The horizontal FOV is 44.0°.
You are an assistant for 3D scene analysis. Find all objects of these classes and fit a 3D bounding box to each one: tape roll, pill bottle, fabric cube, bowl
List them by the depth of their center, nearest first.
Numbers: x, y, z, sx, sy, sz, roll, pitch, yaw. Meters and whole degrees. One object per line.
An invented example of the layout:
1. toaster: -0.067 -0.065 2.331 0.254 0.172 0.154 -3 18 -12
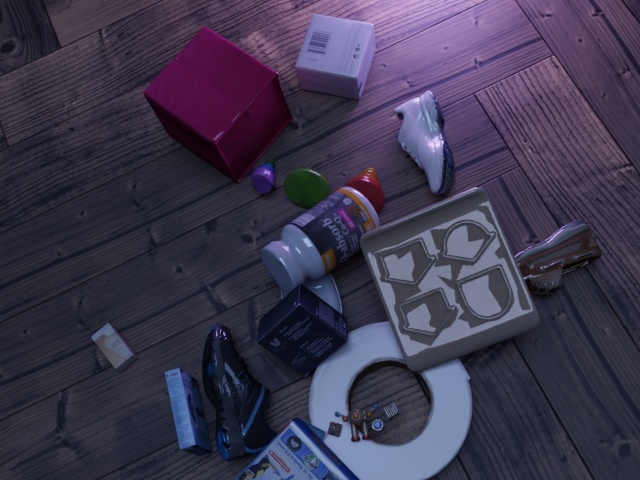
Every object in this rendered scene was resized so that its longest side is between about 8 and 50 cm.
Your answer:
1. tape roll: 0.166 0.387 1.879 0.391 0.072 0.392 -3 69 8
2. pill bottle: 0.000 0.000 1.963 0.278 0.162 0.162 -36 68 -22
3. bowl: -0.020 0.157 2.000 0.142 0.053 0.142 -17 68 2
4. fabric cube: -0.265 -0.359 2.120 0.258 0.254 0.259 35 77 19

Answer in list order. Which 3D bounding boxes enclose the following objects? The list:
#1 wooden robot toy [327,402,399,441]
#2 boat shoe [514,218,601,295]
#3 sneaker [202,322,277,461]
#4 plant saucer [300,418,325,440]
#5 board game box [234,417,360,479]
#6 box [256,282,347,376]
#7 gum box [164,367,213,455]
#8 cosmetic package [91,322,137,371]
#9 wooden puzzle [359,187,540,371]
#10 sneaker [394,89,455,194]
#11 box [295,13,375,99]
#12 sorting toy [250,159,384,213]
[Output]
1. wooden robot toy: 0.094 0.410 1.799 0.173 0.079 0.076 -12 68 4
2. boat shoe: 0.538 0.074 1.921 0.324 0.123 0.116 -32 71 -3
3. sneaker: -0.203 0.363 1.932 0.139 0.125 0.341 -3 63 -23
4. plant saucer: -0.057 0.512 1.830 0.067 0.018 0.192 25 88 12
5. board game box: -0.053 0.612 1.764 0.308 0.086 0.302 44 92 11
6. box: -0.042 0.214 1.890 0.156 0.158 0.093 -42 22 24
7. gum box: -0.313 0.410 1.888 0.041 0.157 0.185 -17 69 2
8. cosmetic package: -0.528 0.274 2.031 0.060 0.041 0.115 -42 70 -9
9. wooden puzzle: 0.297 0.093 1.850 0.322 0.080 0.348 -23 85 11
10. sneaker: 0.277 -0.249 2.100 0.129 0.111 0.297 -17 63 18
11. box: 0.044 -0.510 2.207 0.181 0.119 0.181 13 72 12
12. sorting toy: 0.002 -0.166 2.109 0.365 0.127 0.126 9 45 11
